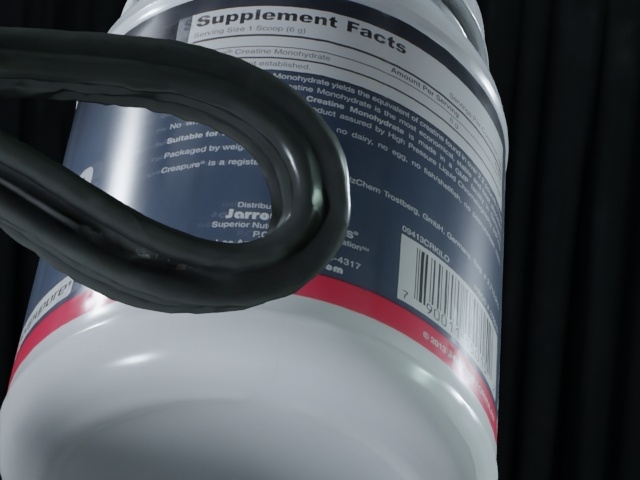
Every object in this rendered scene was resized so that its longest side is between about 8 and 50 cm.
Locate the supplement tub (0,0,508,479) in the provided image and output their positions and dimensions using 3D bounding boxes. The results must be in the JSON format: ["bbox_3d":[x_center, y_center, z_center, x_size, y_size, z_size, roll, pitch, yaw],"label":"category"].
[{"bbox_3d":[-0.018,0.005,0.807,0.191,0.191,0.272,5,47,2],"label":"supplement tub"}]

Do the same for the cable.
[{"bbox_3d":[-0.139,-0.036,0.472,0.287,0.139,0.072,-1,-16,-23],"label":"cable"}]
